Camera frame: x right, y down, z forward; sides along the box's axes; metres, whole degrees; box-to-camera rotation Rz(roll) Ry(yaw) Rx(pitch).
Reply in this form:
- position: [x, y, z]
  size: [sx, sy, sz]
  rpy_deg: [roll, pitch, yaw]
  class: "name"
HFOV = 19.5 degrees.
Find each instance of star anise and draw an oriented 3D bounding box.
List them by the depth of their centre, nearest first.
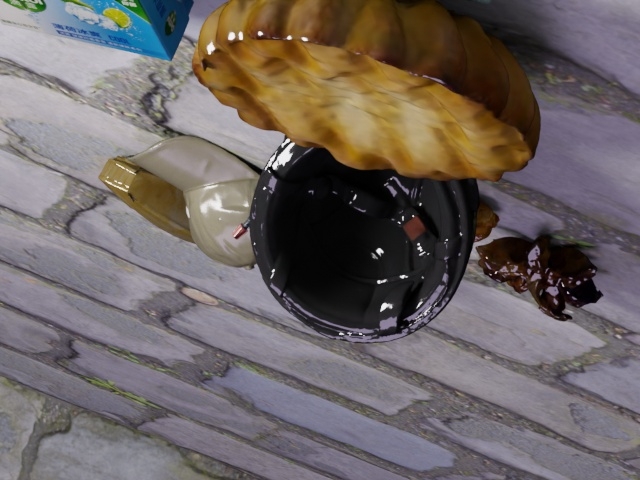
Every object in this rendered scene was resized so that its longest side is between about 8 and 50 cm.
- position: [0.254, 0.033, 2.153]
  size: [0.168, 0.057, 0.168]
  rpy_deg: [21, 154, 11]
  class: "star anise"

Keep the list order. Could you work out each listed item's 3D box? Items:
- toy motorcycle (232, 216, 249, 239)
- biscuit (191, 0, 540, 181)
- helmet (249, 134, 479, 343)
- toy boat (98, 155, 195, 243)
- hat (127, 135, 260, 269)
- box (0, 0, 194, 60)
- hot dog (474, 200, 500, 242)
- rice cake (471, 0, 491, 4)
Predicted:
- position: [0.000, 0.000, 2.205]
  size: [0.150, 0.102, 0.221]
  rpy_deg: [-37, 135, 15]
  class: "toy motorcycle"
- position: [0.045, -0.150, 1.685]
  size: [0.326, 0.107, 0.326]
  rpy_deg: [17, 168, 4]
  class: "biscuit"
- position: [0.060, -0.039, 1.938]
  size: [0.231, 0.278, 0.160]
  rpy_deg: [22, -160, 10]
  class: "helmet"
- position: [-0.191, -0.044, 2.367]
  size: [0.206, 0.064, 0.072]
  rpy_deg: [32, 172, -34]
  class: "toy boat"
- position: [-0.149, -0.040, 2.250]
  size: [0.173, 0.144, 0.166]
  rpy_deg: [4, 169, -32]
  class: "hat"
- position: [-0.235, -0.252, 1.797]
  size: [0.194, 0.073, 0.139]
  rpy_deg: [13, 161, 18]
  class: "box"
- position: [0.120, -0.038, 2.093]
  size: [0.165, 0.045, 0.071]
  rpy_deg: [17, 160, 5]
  class: "hot dog"
- position: [0.033, -0.261, 1.552]
  size: [0.237, 0.043, 0.127]
  rpy_deg: [15, 161, 12]
  class: "rice cake"
